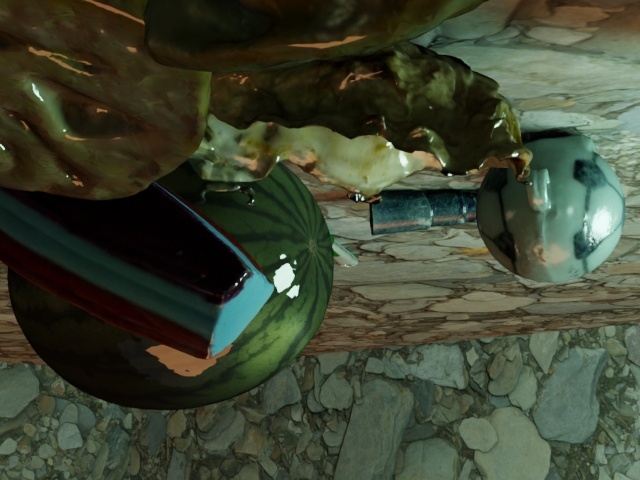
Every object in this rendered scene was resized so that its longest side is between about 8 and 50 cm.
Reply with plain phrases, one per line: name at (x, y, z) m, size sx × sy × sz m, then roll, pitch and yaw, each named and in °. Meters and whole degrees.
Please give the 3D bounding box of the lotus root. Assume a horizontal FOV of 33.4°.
lotus root at (-0.253, -0.137, 0.664) m, size 0.390 × 0.111 × 0.375 m, roll -1°, pitch 156°, yaw 17°

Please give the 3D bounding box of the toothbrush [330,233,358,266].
toothbrush at (0.000, 0.005, 1.531) m, size 0.042 × 0.040 × 0.418 m, roll -6°, pitch 167°, yaw 12°

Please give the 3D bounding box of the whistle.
whistle at (0.248, -0.026, 1.133) m, size 0.163 × 0.164 × 0.289 m, roll -5°, pitch 167°, yaw 18°

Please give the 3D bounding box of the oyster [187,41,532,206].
oyster at (0.004, -0.094, 0.856) m, size 0.337 × 0.133 × 0.198 m, roll 5°, pitch 164°, yaw 2°

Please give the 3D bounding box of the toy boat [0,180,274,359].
toy boat at (-0.215, -0.039, 0.864) m, size 0.392 × 0.136 × 0.079 m, roll 30°, pitch 147°, yaw 20°

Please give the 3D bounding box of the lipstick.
lipstick at (0.178, -0.038, 1.318) m, size 0.234 × 0.053 × 0.053 m, roll -3°, pitch 168°, yaw 0°

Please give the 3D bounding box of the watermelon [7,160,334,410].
watermelon at (-0.161, 0.031, 1.081) m, size 0.359 × 0.279 × 0.279 m, roll -3°, pitch 168°, yaw 26°

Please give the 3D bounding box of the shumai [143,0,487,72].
shumai at (0.016, -0.199, 0.443) m, size 0.222 × 0.204 × 0.272 m, roll -6°, pitch -158°, yaw 32°
